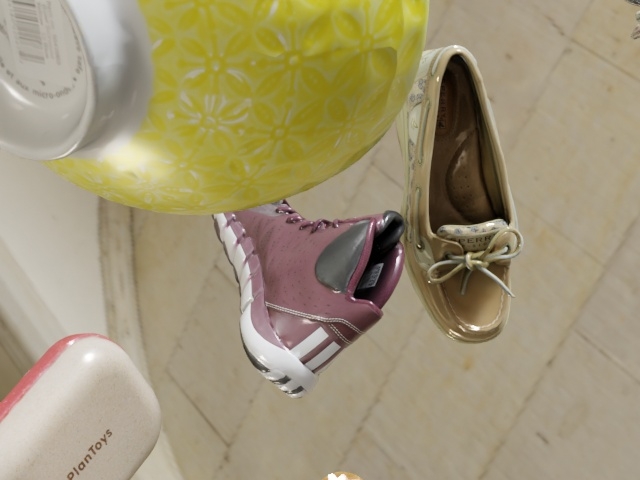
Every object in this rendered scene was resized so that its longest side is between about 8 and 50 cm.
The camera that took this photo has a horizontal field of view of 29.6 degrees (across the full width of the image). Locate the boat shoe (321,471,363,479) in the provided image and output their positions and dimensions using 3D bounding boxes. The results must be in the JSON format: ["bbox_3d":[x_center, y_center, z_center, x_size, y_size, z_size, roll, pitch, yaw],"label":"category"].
[{"bbox_3d":[0.001,0.294,0.985,0.073,0.207,0.073,14,-31,-4],"label":"boat shoe"}]

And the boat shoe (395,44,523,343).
[{"bbox_3d":[0.127,-0.038,1.133,0.104,0.089,0.285,-14,-84,-11],"label":"boat shoe"}]

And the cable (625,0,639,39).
[{"bbox_3d":[0.377,-0.241,1.099,0.139,0.287,0.072,49,-120,-20],"label":"cable"}]

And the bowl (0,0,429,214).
[{"bbox_3d":[-0.107,-0.124,0.615,0.156,0.289,0.289,-41,-33,-47],"label":"bowl"}]

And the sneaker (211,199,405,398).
[{"bbox_3d":[0.000,0.000,1.102,0.162,0.281,0.106,-36,-47,17],"label":"sneaker"}]

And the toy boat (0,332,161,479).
[{"bbox_3d":[-0.270,0.192,1.132,0.231,0.151,0.151,-51,-50,-32],"label":"toy boat"}]
